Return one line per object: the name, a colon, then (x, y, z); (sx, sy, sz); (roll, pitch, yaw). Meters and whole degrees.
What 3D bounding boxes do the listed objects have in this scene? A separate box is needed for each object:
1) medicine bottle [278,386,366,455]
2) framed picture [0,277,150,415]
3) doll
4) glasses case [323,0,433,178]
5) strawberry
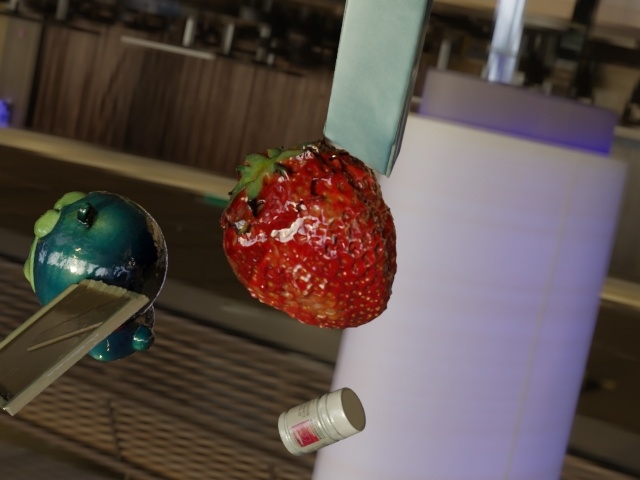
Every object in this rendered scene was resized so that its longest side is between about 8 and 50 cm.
medicine bottle: (0.002, 0.216, 1.564); (0.091, 0.058, 0.058); (-26, 170, 24)
framed picture: (-0.330, 0.119, 1.599); (0.019, 0.209, 0.281); (55, 163, -17)
doll: (-0.310, 0.053, 1.884); (0.186, 0.198, 0.322); (26, 151, 22)
glasses case: (0.071, -0.203, 1.424); (0.105, 0.266, 0.056); (36, -131, 25)
strawberry: (0.000, 0.000, 1.832); (0.238, 0.288, 0.250); (-20, -158, 36)
